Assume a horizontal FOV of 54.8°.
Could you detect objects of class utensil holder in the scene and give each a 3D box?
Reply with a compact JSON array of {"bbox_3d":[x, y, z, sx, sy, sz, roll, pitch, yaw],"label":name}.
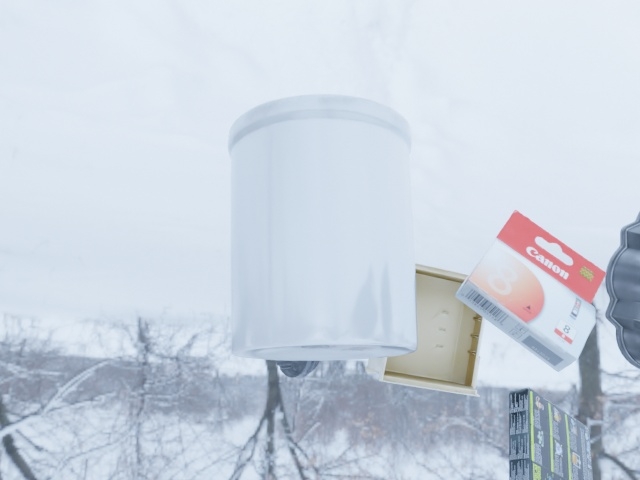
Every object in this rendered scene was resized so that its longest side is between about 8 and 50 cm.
[{"bbox_3d":[0.000,0.000,1.053,0.328,0.385,0.327,0,164,0],"label":"utensil holder"}]

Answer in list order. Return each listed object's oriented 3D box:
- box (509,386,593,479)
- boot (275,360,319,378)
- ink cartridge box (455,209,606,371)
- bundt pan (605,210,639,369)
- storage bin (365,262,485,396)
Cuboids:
[{"bbox_3d":[0.362,0.354,0.963,0.184,0.190,0.045,32,140,-27],"label":"box"},{"bbox_3d":[0.072,0.179,1.574,0.445,0.366,0.146,16,142,-41],"label":"boot"},{"bbox_3d":[0.264,0.045,0.735,0.145,0.179,0.045,37,147,10],"label":"ink cartridge box"},{"bbox_3d":[0.575,0.074,0.842,0.331,0.330,0.124,4,-177,-7],"label":"bundt pan"},{"bbox_3d":[0.258,0.199,1.403,0.261,0.262,0.123,12,174,-14],"label":"storage bin"}]
